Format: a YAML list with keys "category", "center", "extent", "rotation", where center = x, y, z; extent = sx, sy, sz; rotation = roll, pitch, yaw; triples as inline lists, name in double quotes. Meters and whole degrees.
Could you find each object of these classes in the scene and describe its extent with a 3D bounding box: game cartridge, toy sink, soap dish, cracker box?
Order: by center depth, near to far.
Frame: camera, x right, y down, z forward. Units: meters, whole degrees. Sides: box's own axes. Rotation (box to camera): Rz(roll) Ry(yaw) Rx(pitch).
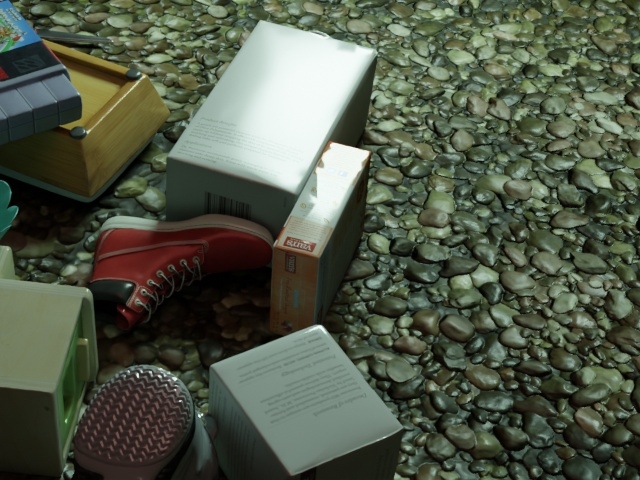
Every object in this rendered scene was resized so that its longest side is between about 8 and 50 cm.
- category: "toy sink"
  center: [-0.341, 0.139, 1.620]
  extent: [0.131, 0.153, 0.234]
  rotation: [6, 41, 0]
- category: "cracker box"
  center: [0.000, 0.000, 1.802]
  extent: [0.067, 0.156, 0.232]
  rotation: [15, 43, 10]
- category: "game cartridge"
  center: [-0.510, -0.255, 1.931]
  extent: [0.230, 0.068, 0.355]
  rotation: [-25, 50, -23]
- category: "soap dish"
  center: [-0.401, -0.190, 1.999]
  extent: [0.290, 0.118, 0.229]
  rotation: [20, 44, 16]

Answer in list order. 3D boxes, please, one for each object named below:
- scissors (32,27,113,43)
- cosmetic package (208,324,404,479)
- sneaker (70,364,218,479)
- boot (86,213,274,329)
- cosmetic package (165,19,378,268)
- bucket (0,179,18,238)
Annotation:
- category: "scissors"
  center: [-0.494, -0.334, 2.227]
  extent: [0.297, 0.021, 0.109]
  rotation: [17, 41, 11]
- category: "cosmetic package"
  center: [-0.022, 0.226, 1.555]
  extent: [0.151, 0.151, 0.184]
  rotation: [-20, 49, -25]
- category: "sneaker"
  center: [-0.224, 0.319, 1.453]
  extent: [0.137, 0.210, 0.366]
  rotation: [26, 80, 22]
- category: "boot"
  center: [-0.184, 0.051, 1.784]
  extent: [0.244, 0.088, 0.176]
  rotation: [-1, 42, 6]
- category: "cosmetic package"
  center: [-0.065, -0.146, 1.958]
  extent: [0.196, 0.155, 0.365]
  rotation: [17, 43, 12]
- category: "bucket"
  center: [-0.531, -0.024, 1.659]
  extent: [0.281, 0.183, 0.281]
  rotation: [34, 16, -11]
